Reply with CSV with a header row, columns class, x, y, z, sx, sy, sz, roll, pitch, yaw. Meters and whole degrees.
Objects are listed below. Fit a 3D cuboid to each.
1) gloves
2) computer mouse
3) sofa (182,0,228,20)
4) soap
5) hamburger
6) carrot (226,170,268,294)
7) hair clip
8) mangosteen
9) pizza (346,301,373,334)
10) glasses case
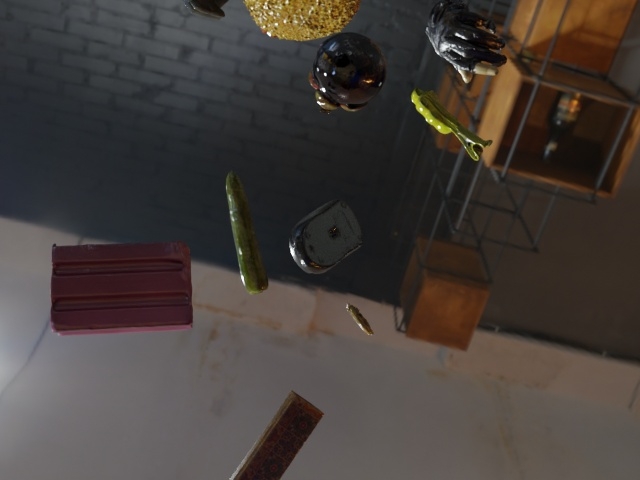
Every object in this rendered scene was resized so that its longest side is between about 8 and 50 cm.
class,x,y,z,sx,sy,sz,roll,pitch,yaw
gloves,0.297,-0.400,1.659,0.106,0.129,0.181,5,-139,-47
computer mouse,0.000,0.000,1.943,0.269,0.086,0.138,-35,-80,-53
sofa,-0.238,-0.509,1.672,0.085,0.060,0.147,54,-162,4
soap,-0.516,0.124,2.131,0.359,0.233,0.128,-2,166,-7
hamburger,-0.038,-0.576,1.834,0.275,0.294,0.179,-3,-118,5
carrot,-0.218,-0.023,2.313,0.074,0.359,0.074,-14,-179,0
hair clip,0.236,-0.218,1.491,0.173,0.046,0.072,39,-153,2
mangosteen,0.063,-0.443,2.216,0.211,0.250,0.211,20,-138,-19
pizza,0.080,0.157,1.644,0.083,0.016,0.037,52,-166,4
glasses case,-0.088,0.407,1.599,0.075,0.218,0.049,37,173,-15
